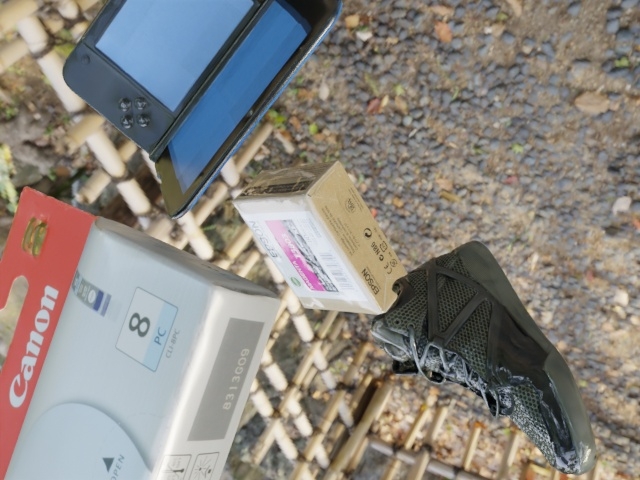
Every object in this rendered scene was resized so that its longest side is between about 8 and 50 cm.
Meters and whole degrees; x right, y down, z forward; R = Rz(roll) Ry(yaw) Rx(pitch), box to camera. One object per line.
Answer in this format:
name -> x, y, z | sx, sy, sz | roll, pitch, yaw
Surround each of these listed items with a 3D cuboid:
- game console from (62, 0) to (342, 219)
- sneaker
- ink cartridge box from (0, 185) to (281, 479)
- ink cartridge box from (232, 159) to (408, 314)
game console -> -0.149, -0.217, 0.796 | 0.250, 0.173, 0.293 | 40, 103, -3
sneaker -> 0.123, 0.105, 0.591 | 0.087, 0.130, 0.228 | 78, 169, -49
ink cartridge box -> -0.242, 0.128, 0.640 | 0.384, 0.308, 0.091 | 20, -178, 35
ink cartridge box -> 0.000, 0.000, 1.106 | 0.193, 0.088, 0.235 | -3, 128, 50
